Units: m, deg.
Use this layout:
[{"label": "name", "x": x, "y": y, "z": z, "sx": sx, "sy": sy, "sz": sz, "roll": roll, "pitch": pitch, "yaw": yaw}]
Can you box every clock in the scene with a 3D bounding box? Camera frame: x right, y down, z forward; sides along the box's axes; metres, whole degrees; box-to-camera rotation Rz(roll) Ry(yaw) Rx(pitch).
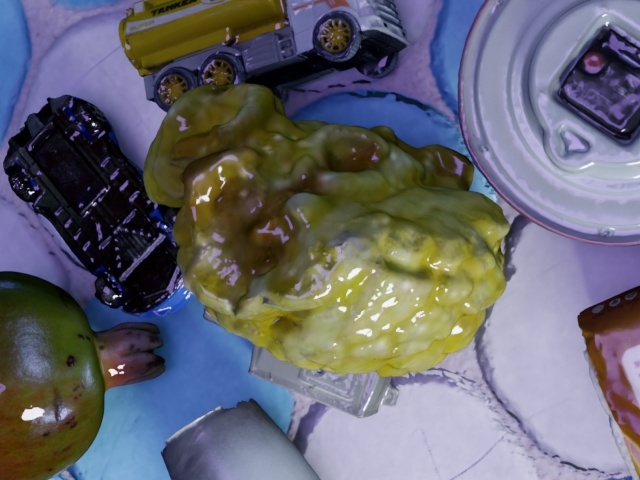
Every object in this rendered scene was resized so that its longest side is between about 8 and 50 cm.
[{"label": "clock", "x": 0.224, "y": -0.116, "z": 1.471, "sx": 0.244, "sy": 0.056, "sz": 0.244, "roll": -1, "pitch": 85, "yaw": 13}]

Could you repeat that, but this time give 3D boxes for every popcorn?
[{"label": "popcorn", "x": 0.000, "y": 0.000, "z": 1.463, "sx": 0.286, "sy": 0.225, "sz": 0.174, "roll": 23, "pitch": 114, "yaw": -7}]

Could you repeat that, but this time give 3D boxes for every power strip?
[{"label": "power strip", "x": -0.017, "y": 0.084, "z": 1.591, "sx": 0.175, "sy": 0.042, "sz": 0.075, "roll": 19, "pitch": 99, "yaw": 20}]

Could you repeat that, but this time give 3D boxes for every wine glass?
[{"label": "wine glass", "x": -0.041, "y": 0.230, "z": 1.564, "sx": 0.111, "sy": 0.111, "sz": 0.204, "roll": -35, "pitch": 80, "yaw": 18}]

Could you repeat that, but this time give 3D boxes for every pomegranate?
[{"label": "pomegranate", "x": -0.231, "y": 0.110, "z": 1.622, "sx": 0.209, "sy": 0.180, "sz": 0.180, "roll": -8, "pitch": 87, "yaw": -15}]

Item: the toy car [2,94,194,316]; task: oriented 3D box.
[{"label": "toy car", "x": -0.175, "y": -0.027, "z": 1.638, "sx": 0.103, "sy": 0.063, "sz": 0.216, "roll": -45, "pitch": 74, "yaw": 13}]

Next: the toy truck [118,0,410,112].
[{"label": "toy truck", "x": -0.050, "y": -0.168, "z": 1.572, "sx": 0.227, "sy": 0.098, "sz": 0.114, "roll": -16, "pitch": 79, "yaw": 22}]

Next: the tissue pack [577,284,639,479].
[{"label": "tissue pack", "x": 0.322, "y": 0.096, "z": 1.436, "sx": 0.226, "sy": 0.092, "sz": 0.183, "roll": -23, "pitch": 82, "yaw": 21}]
